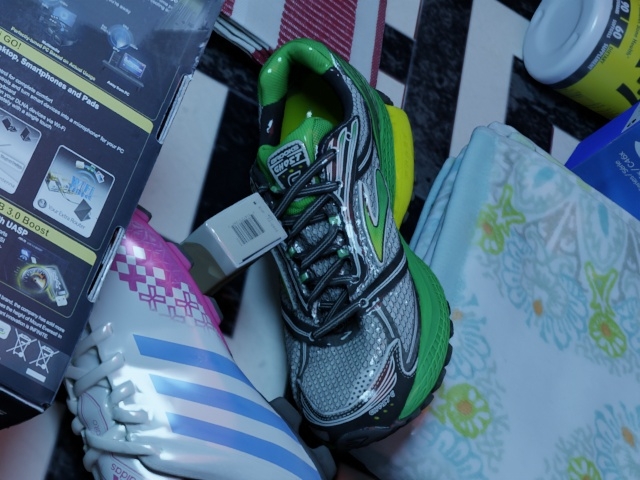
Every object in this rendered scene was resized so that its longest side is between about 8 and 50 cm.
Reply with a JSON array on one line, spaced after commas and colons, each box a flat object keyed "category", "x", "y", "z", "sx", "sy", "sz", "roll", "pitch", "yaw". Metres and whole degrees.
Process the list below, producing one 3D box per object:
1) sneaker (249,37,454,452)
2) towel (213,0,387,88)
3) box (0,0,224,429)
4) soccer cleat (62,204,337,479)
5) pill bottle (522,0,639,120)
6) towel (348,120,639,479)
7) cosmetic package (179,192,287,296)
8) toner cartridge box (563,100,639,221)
[{"category": "sneaker", "x": 0.000, "y": 0.000, "z": 1.193, "sx": 0.146, "sy": 0.134, "sz": 0.344, "roll": 40, "pitch": 33, "yaw": -48}, {"category": "towel", "x": -0.068, "y": -0.265, "z": 1.356, "sx": 0.329, "sy": 0.037, "sz": 0.237, "roll": 34, "pitch": 47, "yaw": -31}, {"category": "box", "x": -0.285, "y": -0.114, "z": 0.952, "sx": 0.395, "sy": 0.097, "sz": 0.318, "roll": 30, "pitch": 63, "yaw": -20}, {"category": "soccer cleat", "x": -0.123, "y": 0.097, "z": 1.077, "sx": 0.331, "sy": 0.116, "sz": 0.143, "roll": 50, "pitch": 46, "yaw": -3}, {"category": "pill bottle", "x": 0.313, "y": -0.170, "z": 1.560, "sx": 0.208, "sy": 0.119, "sz": 0.119, "roll": 23, "pitch": 53, "yaw": -25}, {"category": "towel", "x": 0.200, "y": 0.109, "z": 1.331, "sx": 0.320, "sy": 0.090, "sz": 0.374, "roll": 36, "pitch": 50, "yaw": -14}, {"category": "cosmetic package", "x": -0.082, "y": 0.016, "z": 1.156, "sx": 0.060, "sy": 0.115, "sz": 0.041, "roll": -33, "pitch": 87, "yaw": -42}, {"category": "toner cartridge box", "x": 0.395, "y": 0.017, "z": 1.483, "sx": 0.348, "sy": 0.165, "sz": 0.075, "roll": 46, "pitch": 48, "yaw": -5}]
